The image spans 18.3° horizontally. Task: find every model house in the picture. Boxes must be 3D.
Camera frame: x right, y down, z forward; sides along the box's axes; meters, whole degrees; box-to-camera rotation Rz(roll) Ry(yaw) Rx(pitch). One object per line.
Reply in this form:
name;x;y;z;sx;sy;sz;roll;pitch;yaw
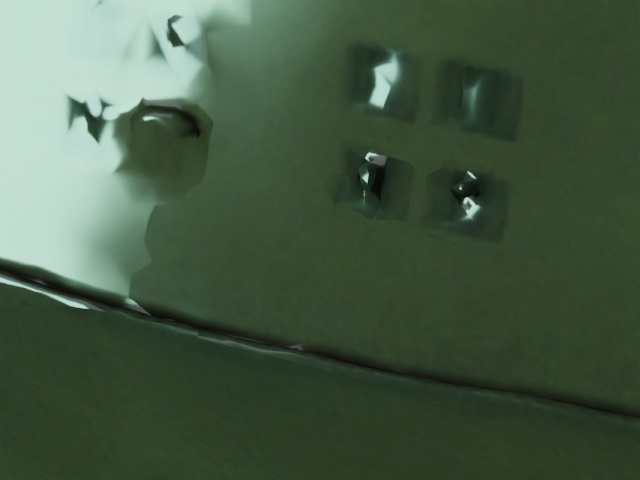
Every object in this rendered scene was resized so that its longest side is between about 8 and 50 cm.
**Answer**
model house;0.020;0.041;0.437;0.204;0.211;0.243;-16;-65;-64
